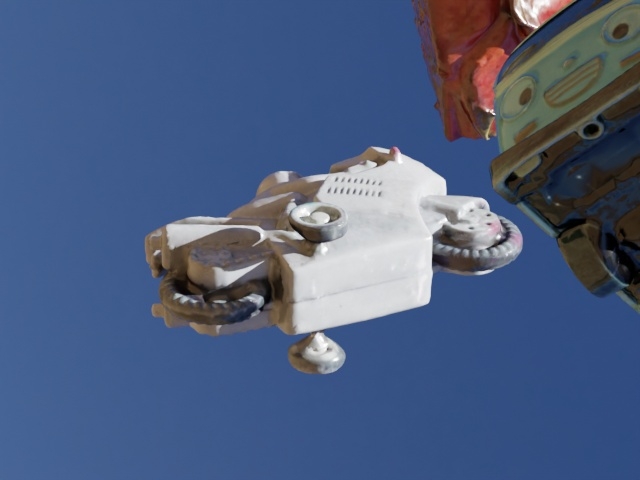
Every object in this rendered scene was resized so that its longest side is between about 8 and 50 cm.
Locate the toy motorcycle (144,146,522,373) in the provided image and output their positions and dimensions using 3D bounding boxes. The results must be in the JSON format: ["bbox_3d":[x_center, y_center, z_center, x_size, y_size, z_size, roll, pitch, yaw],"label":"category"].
[{"bbox_3d":[0.000,0.000,1.213,0.171,0.260,0.110,-135,-141,-55],"label":"toy motorcycle"}]

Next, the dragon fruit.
[{"bbox_3d":[0.164,-0.261,1.407,0.152,0.205,0.317,80,-1,-64],"label":"dragon fruit"}]

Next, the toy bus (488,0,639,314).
[{"bbox_3d":[0.212,-0.035,0.985,0.133,0.271,0.165,-34,-143,25],"label":"toy bus"}]
